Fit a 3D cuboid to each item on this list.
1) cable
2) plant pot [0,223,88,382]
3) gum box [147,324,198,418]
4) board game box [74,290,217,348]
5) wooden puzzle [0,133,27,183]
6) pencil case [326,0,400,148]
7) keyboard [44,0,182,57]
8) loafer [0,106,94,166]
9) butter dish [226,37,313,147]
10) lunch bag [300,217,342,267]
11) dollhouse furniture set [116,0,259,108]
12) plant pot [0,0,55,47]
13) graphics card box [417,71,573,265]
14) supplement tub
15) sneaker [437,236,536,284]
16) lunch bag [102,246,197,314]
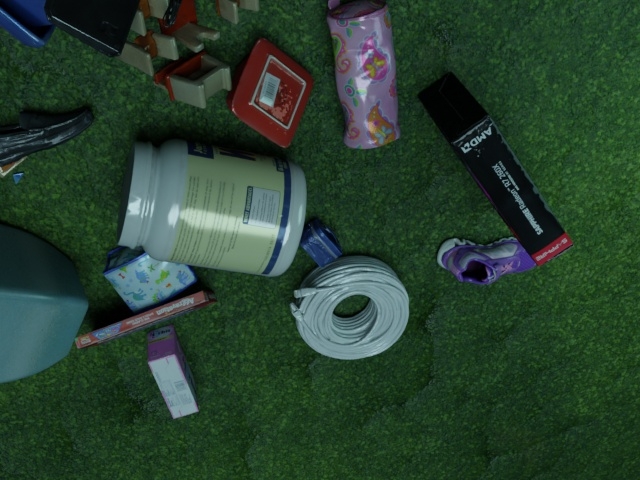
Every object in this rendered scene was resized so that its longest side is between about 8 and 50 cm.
[{"bbox_3d":[0.069,0.154,1.935,0.257,0.089,0.257,-19,125,-1],"label":"cable"},{"bbox_3d":[-0.606,0.125,1.684,0.252,0.247,0.248,9,121,-37],"label":"plant pot"},{"bbox_3d":[-0.328,0.298,1.925,0.062,0.107,0.188,-16,124,-2],"label":"gum box"},{"bbox_3d":[-0.364,0.167,1.823,0.281,0.145,0.027,-20,84,1],"label":"board game box"},{"bbox_3d":[-0.606,-0.161,1.632,0.078,0.014,0.116,-42,121,15],"label":"wooden puzzle"},{"bbox_3d":[0.082,-0.317,1.627,0.124,0.124,0.284,-13,123,-4],"label":"pencil case"},{"bbox_3d":[-0.275,-0.414,1.280,0.201,0.317,0.033,26,158,-31],"label":"keyboard"},{"bbox_3d":[-0.529,-0.203,1.584,0.223,0.076,0.078,-21,115,-4],"label":"loafer"},{"bbox_3d":[-0.115,-0.274,1.613,0.160,0.118,0.160,31,73,-42],"label":"butter dish"},{"bbox_3d":[0.000,0.000,1.834,0.065,0.067,0.098,-36,121,10],"label":"lunch bag"},{"bbox_3d":[-0.240,-0.366,1.473,0.262,0.135,0.259,-42,146,-33],"label":"dollhouse furniture set"},{"bbox_3d":[-0.450,-0.461,1.348,0.212,0.236,0.236,-36,122,25],"label":"plant pot"},{"bbox_3d":[0.350,-0.142,1.723,0.094,0.233,0.371,-34,123,10],"label":"graphics card box"},{"bbox_3d":[-0.210,-0.064,1.647,0.324,0.235,0.235,9,119,-17],"label":"supplement tub"},{"bbox_3d":[0.386,0.054,1.931,0.236,0.104,0.095,-1,120,-13],"label":"sneaker"},{"bbox_3d":[-0.349,0.062,1.780,0.151,0.096,0.129,-23,124,14],"label":"lunch bag"}]
